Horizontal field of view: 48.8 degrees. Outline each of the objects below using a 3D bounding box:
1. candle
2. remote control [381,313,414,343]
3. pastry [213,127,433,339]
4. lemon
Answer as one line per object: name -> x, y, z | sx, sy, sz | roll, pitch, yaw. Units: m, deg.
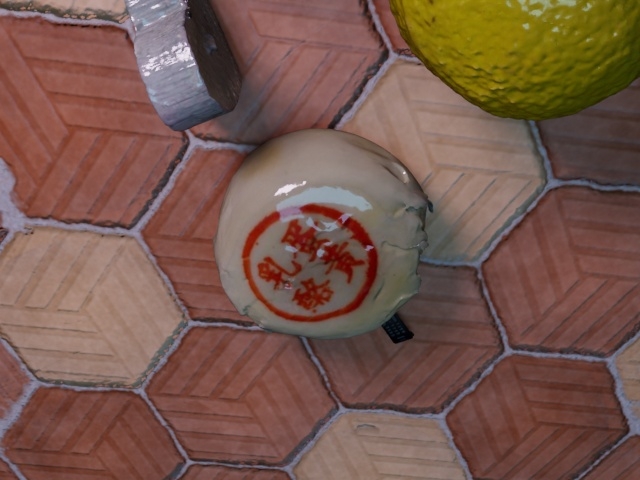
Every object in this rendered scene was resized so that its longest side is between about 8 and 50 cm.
candle -> -0.134, -0.194, 0.722 | 0.068, 0.192, 0.168 | -18, 160, 9
remote control -> 0.089, 0.100, 0.941 | 0.034, 0.016, 0.091 | -23, 116, 28
pastry -> 0.001, -0.002, 0.827 | 0.265, 0.133, 0.264 | -2, 119, -4
lemon -> 0.184, -0.258, 0.622 | 0.268, 0.268, 0.322 | -35, 113, 16
